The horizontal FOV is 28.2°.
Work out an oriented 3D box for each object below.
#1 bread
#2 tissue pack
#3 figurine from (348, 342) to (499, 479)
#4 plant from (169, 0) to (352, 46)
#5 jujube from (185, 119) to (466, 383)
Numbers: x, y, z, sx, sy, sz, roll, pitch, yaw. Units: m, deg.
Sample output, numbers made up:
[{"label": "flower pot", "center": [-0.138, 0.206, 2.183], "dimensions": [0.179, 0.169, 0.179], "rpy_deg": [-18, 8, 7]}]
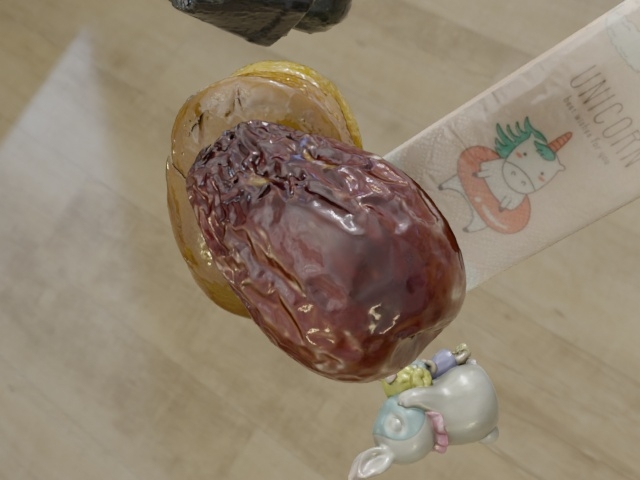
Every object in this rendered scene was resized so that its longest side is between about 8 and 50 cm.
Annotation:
[{"label": "bread", "center": [-0.049, -0.044, 1.258], "dimensions": [0.195, 0.270, 0.142], "rpy_deg": [4, 28, 14]}, {"label": "tissue pack", "center": [0.224, -0.089, 1.241], "dimensions": [0.325, 0.071, 0.170], "rpy_deg": [-31, 94, 30]}, {"label": "figurine", "center": [0.133, 0.253, 1.853], "dimensions": [0.235, 0.127, 0.155], "rpy_deg": [-17, 92, -21]}, {"label": "plant", "center": [-0.076, -0.348, 1.693], "dimensions": [0.164, 0.256, 0.142], "rpy_deg": [-29, 63, 54]}, {"label": "jujube", "center": [0.000, 0.000, 0.985], "dimensions": [0.236, 0.168, 0.168], "rpy_deg": [43, 91, 21]}]
